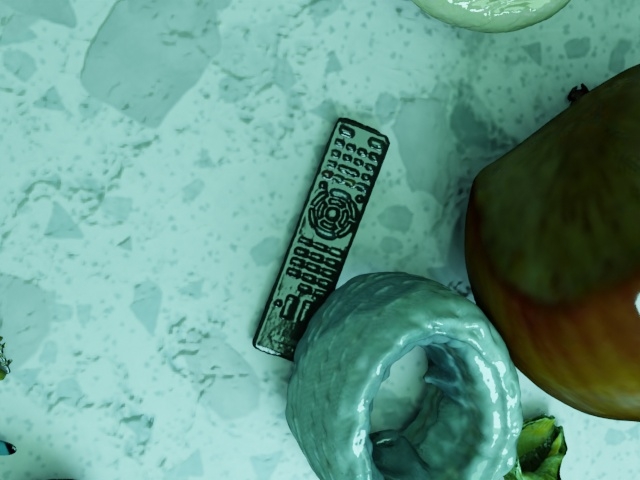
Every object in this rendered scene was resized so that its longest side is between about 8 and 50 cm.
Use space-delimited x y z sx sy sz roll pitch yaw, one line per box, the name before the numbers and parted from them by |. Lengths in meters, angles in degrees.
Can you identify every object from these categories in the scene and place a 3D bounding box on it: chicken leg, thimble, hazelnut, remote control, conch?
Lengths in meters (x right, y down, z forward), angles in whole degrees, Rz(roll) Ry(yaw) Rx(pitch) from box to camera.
chicken leg | 0.283 -0.126 1.214 0.036 0.021 0.083 -35 110 -20
thimble | 0.081 0.159 1.103 0.204 0.172 0.250 1 101 -24
hazelnut | 0.319 0.012 1.095 0.365 0.366 0.366 -2 98 -16
remote control | 0.000 0.000 1.145 0.063 0.025 0.245 21 92 -17
conch | 0.221 0.232 1.215 0.121 0.074 0.089 -55 133 -26

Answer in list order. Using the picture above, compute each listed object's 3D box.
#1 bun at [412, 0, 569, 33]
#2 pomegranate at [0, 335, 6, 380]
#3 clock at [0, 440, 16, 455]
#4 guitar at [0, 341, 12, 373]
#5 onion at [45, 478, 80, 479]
bun | 0.162 -0.320 1.086 0.243 0.153 0.244 -3 116 -6
pomegranate | -0.377 0.094 0.973 0.220 0.156 0.156 -6 99 -1
clock | -0.356 0.196 1.055 0.147 0.045 0.108 -25 105 -12
guitar | -0.329 0.017 1.049 0.088 0.025 0.233 -22 104 -12
onion | -0.240 0.284 1.063 0.131 0.131 0.131 -2 98 -16
